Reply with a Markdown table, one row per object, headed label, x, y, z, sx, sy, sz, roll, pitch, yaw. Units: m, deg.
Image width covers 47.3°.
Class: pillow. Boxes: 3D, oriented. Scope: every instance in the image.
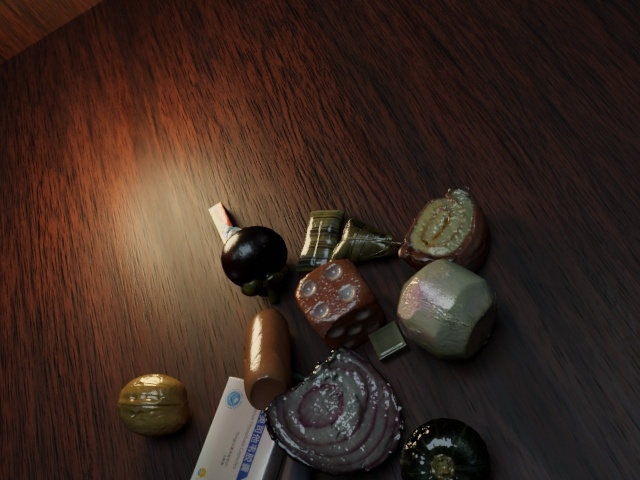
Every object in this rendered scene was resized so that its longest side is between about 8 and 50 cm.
| label | x | y | z | sx | sy | sz | roll | pitch | yaw |
| --- | --- | --- | --- | --- | --- | --- | --- | --- | --- |
| pillow | 0.000 | 0.000 | 2.082 | 0.113 | 0.038 | 0.203 | 0 | 61 | 25 |

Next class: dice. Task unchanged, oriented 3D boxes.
| label | x | y | z | sx | sy | sz | roll | pitch | yaw |
| --- | --- | --- | --- | --- | --- | --- | --- | --- | --- |
| dice | 0.051 | 0.163 | 1.867 | 0.179 | 0.175 | 0.174 | -36 | 51 | 2 |

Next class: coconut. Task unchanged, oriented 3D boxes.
| label | x | y | z | sx | sy | sz | roll | pitch | yaw |
| --- | --- | --- | --- | --- | --- | --- | --- | --- | --- |
| coconut | 0.289 | 0.157 | 1.729 | 0.230 | 0.227 | 0.227 | 32 | 77 | 31 |

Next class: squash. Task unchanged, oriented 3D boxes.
| label | x | y | z | sx | sy | sz | roll | pitch | yaw |
| --- | --- | --- | --- | --- | --- | --- | --- | --- | --- |
| squash | 0.268 | 0.481 | 1.580 | 0.193 | 0.156 | 0.193 | -1 | 65 | 2 |

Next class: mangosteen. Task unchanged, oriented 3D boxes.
| label | x | y | z | sx | sy | sz | roll | pitch | yaw |
| --- | --- | --- | --- | --- | --- | --- | --- | --- | --- |
| mangosteen | -0.173 | 0.072 | 2.039 | 0.194 | 0.194 | 0.230 | -28 | 78 | 7 |

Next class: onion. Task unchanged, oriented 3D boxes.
| label | x | y | z | sx | sy | sz | roll | pitch | yaw |
| --- | --- | --- | --- | --- | --- | --- | --- | --- | --- |
| onion | 0.033 | 0.438 | 1.726 | 0.314 | 0.146 | 0.280 | -30 | 66 | -29 |

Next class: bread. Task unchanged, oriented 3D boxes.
| label | x | y | z | sx | sy | sz | roll | pitch | yaw |
| --- | --- | --- | --- | --- | --- | --- | --- | --- | --- |
| bread | 0.337 | -0.013 | 1.875 | 0.190 | 0.123 | 0.244 | 21 | 71 | 32 |

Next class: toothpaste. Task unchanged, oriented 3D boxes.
| label | x | y | z | sx | sy | sz | roll | pitch | yaw |
| --- | --- | --- | --- | --- | --- | --- | --- | --- | --- |
| toothpaste | -0.278 | -0.039 | 2.238 | 0.070 | 0.044 | 0.193 | -32 | 52 | 3 |

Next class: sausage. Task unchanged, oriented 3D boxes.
| label | x | y | z | sx | sy | sz | roll | pitch | yaw |
| --- | --- | --- | --- | --- | --- | --- | --- | --- | --- |
| sausage | -0.135 | 0.292 | 1.866 | 0.121 | 0.121 | 0.304 | -24 | 30 | 10 |

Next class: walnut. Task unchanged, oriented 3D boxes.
| label | x | y | z | sx | sy | sz | roll | pitch | yaw |
| --- | --- | --- | --- | --- | --- | --- | --- | --- | --- |
| walnut | -0.447 | 0.439 | 1.948 | 0.197 | 0.165 | 0.165 | 2 | 61 | 18 |

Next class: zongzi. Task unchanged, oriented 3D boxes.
| label | x | y | z | sx | sy | sz | roll | pitch | yaw |
| --- | --- | --- | --- | --- | --- | --- | --- | --- | --- |
| zongzi | 0.120 | 0.048 | 1.972 | 0.189 | 0.081 | 0.178 | 25 | 81 | 33 |

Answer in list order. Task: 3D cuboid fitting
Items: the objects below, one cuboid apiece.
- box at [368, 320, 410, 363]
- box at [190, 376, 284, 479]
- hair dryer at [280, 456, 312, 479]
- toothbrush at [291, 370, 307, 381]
| label | x | y | z | sx | sy | sz | roll | pitch | yaw |
| --- | --- | --- | --- | --- | --- | --- | --- | --- | --- |
| box | 0.170 | 0.258 | 1.839 | 0.083 | 0.035 | 0.079 | -30 | 52 | 7 |
| box | -0.194 | 0.527 | 1.826 | 0.200 | 0.065 | 0.343 | 7 | 63 | 28 |
| hair dryer | 0.050 | 0.624 | 1.646 | 0.361 | 0.121 | 0.301 | -1 | 51 | 15 |
| toothbrush | -0.056 | 0.355 | 1.898 | 0.257 | 0.018 | 0.024 | 14 | 64 | 32 |
